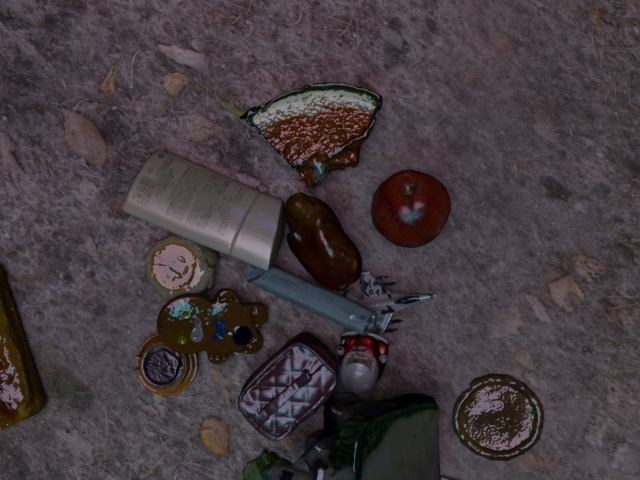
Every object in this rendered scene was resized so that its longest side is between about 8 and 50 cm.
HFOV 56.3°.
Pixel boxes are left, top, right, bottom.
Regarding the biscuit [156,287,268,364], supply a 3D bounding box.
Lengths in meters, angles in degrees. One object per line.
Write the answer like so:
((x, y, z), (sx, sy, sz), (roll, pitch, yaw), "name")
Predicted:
((-0.235, 0.187, 1.304), (0.236, 0.039, 0.180), (5, 107, -13), "biscuit")

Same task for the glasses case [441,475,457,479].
((0.295, 0.545, 1.318), (0.083, 0.021, 0.032), (16, 88, 3), "glasses case")

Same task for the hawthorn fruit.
((0.189, -0.067, 1.254), (0.172, 0.173, 0.173), (0, 90, 4), "hawthorn fruit")

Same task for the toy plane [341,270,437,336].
((0.140, 0.139, 1.300), (0.234, 0.082, 0.160), (-11, 80, 16), "toy plane")

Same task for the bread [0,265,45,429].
((-0.764, 0.240, 1.347), (0.185, 0.109, 0.380), (-18, 90, 3), "bread")

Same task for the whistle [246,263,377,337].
((-0.030, 0.117, 1.281), (0.312, 0.062, 0.062), (23, 91, 20), "whistle")

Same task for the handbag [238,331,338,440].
((-0.067, 0.310, 1.287), (0.225, 0.135, 0.146), (-42, 91, 2), "handbag")

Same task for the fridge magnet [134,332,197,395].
((-0.346, 0.276, 1.340), (0.143, 0.063, 0.143), (0, 87, 5), "fridge magnet")

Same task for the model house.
((0.053, 0.433, 1.203), (0.284, 0.298, 0.243), (-5, 87, 40), "model house")

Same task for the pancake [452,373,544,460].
((0.390, 0.388, 1.313), (0.199, 0.021, 0.199), (0, 88, 4), "pancake")

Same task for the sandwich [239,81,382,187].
((0.002, -0.241, 1.302), (0.292, 0.109, 0.212), (-25, 95, 6), "sandwich")

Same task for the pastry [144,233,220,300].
((-0.307, 0.055, 1.328), (0.165, 0.088, 0.166), (0, 91, 1), "pastry")

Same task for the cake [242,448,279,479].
((-0.079, 0.589, 1.338), (0.100, 0.099, 0.235), (-37, 67, 4), "cake")

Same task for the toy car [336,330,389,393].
((0.085, 0.273, 1.268), (0.112, 0.112, 0.139), (7, 122, 10), "toy car")

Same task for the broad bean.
((-0.002, 0.002, 1.273), (0.122, 0.156, 0.228), (-37, 93, -1), "broad bean")

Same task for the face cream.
((-0.238, -0.070, 1.313), (0.348, 0.081, 0.174), (22, 64, 3), "face cream")
